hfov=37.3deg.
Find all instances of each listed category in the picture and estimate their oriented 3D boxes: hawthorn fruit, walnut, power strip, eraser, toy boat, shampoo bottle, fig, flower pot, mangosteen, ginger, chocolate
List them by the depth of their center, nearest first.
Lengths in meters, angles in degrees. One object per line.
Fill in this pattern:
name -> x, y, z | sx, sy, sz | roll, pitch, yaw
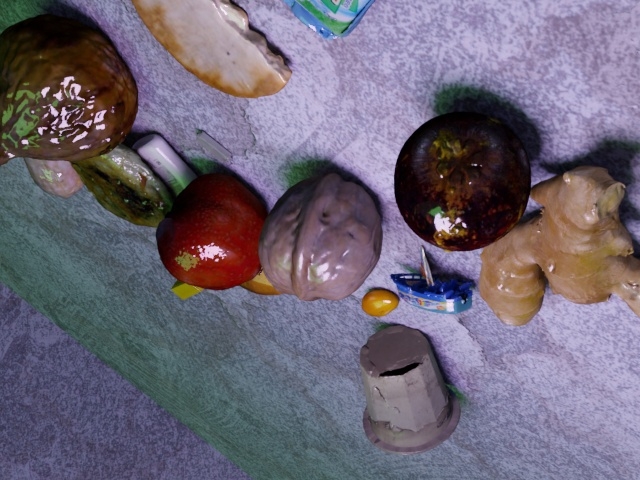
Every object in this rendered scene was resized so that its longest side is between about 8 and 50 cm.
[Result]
mangosteen -> 0.200, -0.073, 1.318 | 0.192, 0.192, 0.217 | 26, 172, 20
ginger -> 0.348, 0.010, 1.362 | 0.363, 0.122, 0.348 | 14, 145, 47
walnut -> 0.000, 0.000, 1.618 | 0.224, 0.224, 0.224 | 28, 153, 16
toy boat -> 0.188, 0.063, 1.675 | 0.175, 0.091, 0.110 | 10, 110, 47
fig -> -0.513, -0.214, 1.729 | 0.286, 0.369, 0.286 | 26, 162, 9
power strip -> -0.203, -0.177, 1.793 | 0.083, 0.017, 0.027 | 40, 153, -9
hawthorn fruit -> -0.179, -0.004, 1.836 | 0.265, 0.230, 0.210 | 21, 128, -3
flower pot -> 0.167, 0.300, 1.944 | 0.212, 0.212, 0.203 | 15, 140, 36
shampoo bottle -> -0.291, -0.123, 1.949 | 0.108, 0.051, 0.221 | -8, 131, 50
chocolate -> -0.603, -0.205, 2.099 | 0.134, 0.134, 0.309 | 23, 150, 25
eraser -> -0.291, 0.084, 2.237 | 0.045, 0.097, 0.122 | 44, 151, -14

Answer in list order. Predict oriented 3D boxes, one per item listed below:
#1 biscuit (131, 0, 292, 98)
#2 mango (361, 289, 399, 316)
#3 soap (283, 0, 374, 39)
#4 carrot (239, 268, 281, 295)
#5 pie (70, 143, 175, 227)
biscuit -> -0.190, -0.334, 1.495 | 0.309, 0.040, 0.204 | 43, 152, -13
mango -> 0.119, 0.123, 1.875 | 0.089, 0.046, 0.060 | -14, 128, 42
soap -> 0.026, -0.360, 1.155 | 0.156, 0.077, 0.293 | 39, 154, -6
carrot -> -0.185, 0.033, 2.012 | 0.301, 0.114, 0.114 | 19, 149, 34
pie -> -0.427, -0.126, 1.998 | 0.323, 0.071, 0.323 | 32, 158, 14
